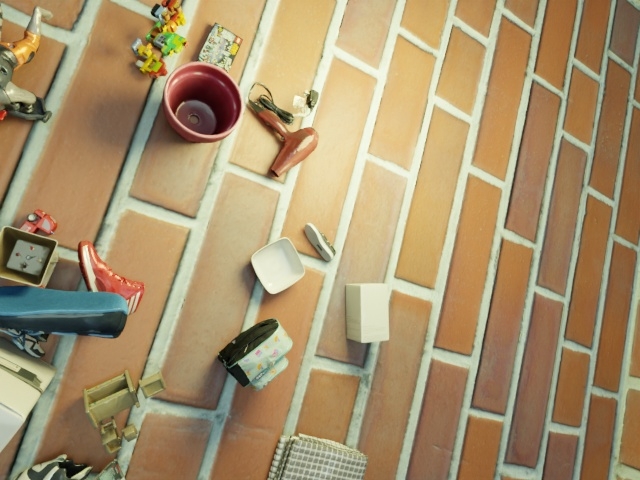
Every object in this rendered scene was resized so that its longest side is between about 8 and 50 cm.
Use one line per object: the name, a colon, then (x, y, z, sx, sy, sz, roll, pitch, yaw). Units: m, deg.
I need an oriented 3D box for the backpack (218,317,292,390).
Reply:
backpack: (-0.169, 0.312, 1.220, 0.188, 0.166, 0.144, -44, 105, -17)

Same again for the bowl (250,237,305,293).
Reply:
bowl: (-0.133, 0.076, 1.314, 0.142, 0.053, 0.142, -30, 99, -24)

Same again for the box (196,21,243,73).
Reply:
box: (-0.298, -0.562, 1.296, 0.094, 0.027, 0.137, 25, 77, -22)

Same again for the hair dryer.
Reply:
hair dryer: (-0.115, -0.336, 1.355, 0.223, 0.080, 0.294, 2, 80, -8)

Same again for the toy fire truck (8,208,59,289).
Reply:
toy fire truck: (-0.696, 0.035, 1.065, 0.135, 0.047, 0.192, 39, 71, -18)

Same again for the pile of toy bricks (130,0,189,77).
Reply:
pile of toy bricks: (-0.411, -0.547, 1.186, 0.105, 0.118, 0.212, 28, 76, 0)

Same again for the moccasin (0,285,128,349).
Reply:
moccasin: (-0.627, 0.185, 0.991, 0.341, 0.138, 0.117, 8, 112, -15)

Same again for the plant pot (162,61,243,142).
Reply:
plant pot: (-0.327, -0.351, 1.185, 0.201, 0.180, 0.202, 2, 86, -24)

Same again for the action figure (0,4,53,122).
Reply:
action figure: (-0.799, -0.415, 0.984, 0.341, 0.178, 0.330, 6, 74, -26)

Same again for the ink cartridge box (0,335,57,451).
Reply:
ink cartridge box: (-0.705, 0.373, 0.848, 0.166, 0.395, 0.285, 39, 73, -17)

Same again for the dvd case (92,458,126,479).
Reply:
dvd case: (-0.537, 0.615, 1.069, 0.119, 0.013, 0.087, -43, 131, -51)

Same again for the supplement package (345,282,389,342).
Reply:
supplement package: (0.149, 0.228, 1.403, 0.105, 0.105, 0.179, 0, 87, -24)

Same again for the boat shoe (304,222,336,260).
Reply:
boat shoe: (0.000, 0.000, 1.387, 0.040, 0.049, 0.142, -44, 106, -40)

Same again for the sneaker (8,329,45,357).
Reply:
sneaker: (-0.701, 0.236, 1.053, 0.043, 0.040, 0.109, -40, 103, -23)

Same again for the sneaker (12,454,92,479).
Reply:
sneaker: (-0.601, 0.621, 1.042, 0.153, 0.094, 0.235, -31, 89, -14)

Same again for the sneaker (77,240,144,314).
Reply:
sneaker: (-0.535, 0.096, 1.127, 0.128, 0.087, 0.221, -18, 106, -33)

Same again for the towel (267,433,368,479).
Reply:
towel: (-0.013, 0.717, 1.289, 0.283, 0.121, 0.235, 23, 77, -21)

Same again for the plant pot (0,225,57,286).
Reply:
plant pot: (-0.674, 0.038, 0.995, 0.109, 0.096, 0.109, 21, 77, -25)

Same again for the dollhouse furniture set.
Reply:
dollhouse furniture set: (-0.488, 0.425, 1.129, 0.181, 0.101, 0.161, -21, 120, -24)
